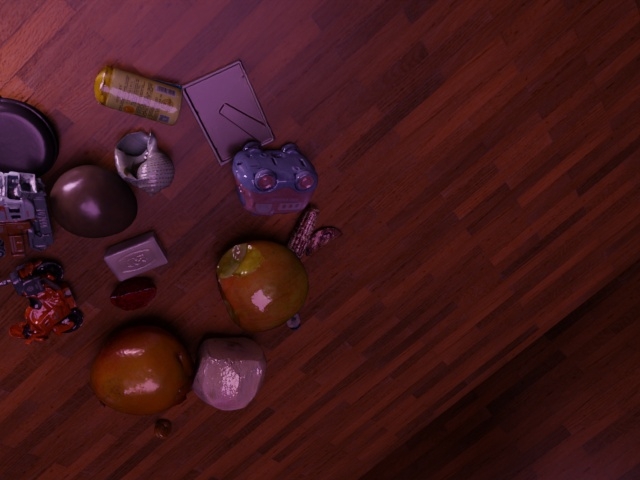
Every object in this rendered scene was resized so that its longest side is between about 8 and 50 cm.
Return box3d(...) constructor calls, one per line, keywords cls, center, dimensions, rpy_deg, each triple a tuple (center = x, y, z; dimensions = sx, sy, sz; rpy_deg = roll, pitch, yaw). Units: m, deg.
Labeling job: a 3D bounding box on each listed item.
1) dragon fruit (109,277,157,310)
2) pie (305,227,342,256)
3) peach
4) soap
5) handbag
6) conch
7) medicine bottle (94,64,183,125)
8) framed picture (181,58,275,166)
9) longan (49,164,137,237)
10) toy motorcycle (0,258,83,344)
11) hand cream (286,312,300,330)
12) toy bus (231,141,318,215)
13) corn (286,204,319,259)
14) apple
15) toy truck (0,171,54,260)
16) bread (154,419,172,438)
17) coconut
box3d(cls="dragon fruit", center=(-0.681, 0.197, 1.761), dimensions=(0.162, 0.083, 0.106), rpy_deg=(-17, 137, -20))
box3d(cls="pie", center=(0.000, 0.000, 1.908), dimensions=(0.170, 0.034, 0.092), rpy_deg=(-38, 128, 6))
box3d(cls="peach", center=(-0.654, 0.491, 1.799), dimensions=(0.373, 0.290, 0.372), rpy_deg=(1, 81, -8))
box3d(cls="soap", center=(-0.646, 0.054, 1.691), dimensions=(0.183, 0.063, 0.121), rpy_deg=(-22, 127, -5))
box3d(cls="handbag", center=(-0.922, -0.282, 1.374), dimensions=(0.308, 0.093, 0.253), rpy_deg=(-9, 123, -15))
box3d(cls="conch", center=(-0.549, -0.235, 1.515), dimensions=(0.173, 0.199, 0.131), rpy_deg=(-3, 155, -18))
box3d(cls="medicine bottle", center=(-0.533, -0.425, 1.414), dimensions=(0.239, 0.124, 0.124), rpy_deg=(12, 115, -25))
box3d(cls="framed picture", center=(-0.295, -0.408, 1.569), dimensions=(0.213, 0.016, 0.289), rpy_deg=(-27, 125, -4))
box3d(cls="longan", center=(-0.695, -0.111, 1.489), dimensions=(0.249, 0.248, 0.248), rpy_deg=(-9, 122, -15))
box3d(cls="toy motorcycle", center=(-0.962, 0.221, 1.642), dimensions=(0.221, 0.148, 0.325), rpy_deg=(-26, 130, -31))
box3d(cls="hand cream", center=(-0.145, 0.263, 2.003), dimensions=(0.096, 0.059, 0.275), rpy_deg=(-24, 120, -7))
box3d(cls="toy bus", center=(-0.161, -0.188, 1.648), dimensions=(0.295, 0.197, 0.231), rpy_deg=(-4, 133, -25))
box3d(cls="corn", center=(-0.067, -0.025, 1.847), dimensions=(0.080, 0.079, 0.237), rpy_deg=(18, 110, -28))
box3d(cls="apple", center=(-0.211, 0.160, 1.756), dimensions=(0.340, 0.339, 0.339), rpy_deg=(-9, 122, -15))
box3d(cls="toy truck", center=(-0.894, -0.080, 1.418), dimensions=(0.185, 0.132, 0.338), rpy_deg=(-3, 147, -29))
box3d(cls="bread", center=(-0.697, 0.836, 2.133), dimensions=(0.046, 0.083, 0.081), rpy_deg=(-39, 82, 19))
box3d(cls="coconut", center=(-0.370, 0.539, 1.945), dimensions=(0.298, 0.297, 0.254), rpy_deg=(12, 103, -25))
